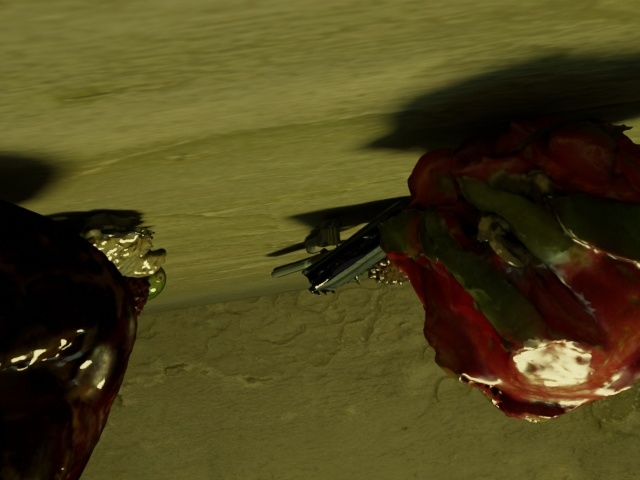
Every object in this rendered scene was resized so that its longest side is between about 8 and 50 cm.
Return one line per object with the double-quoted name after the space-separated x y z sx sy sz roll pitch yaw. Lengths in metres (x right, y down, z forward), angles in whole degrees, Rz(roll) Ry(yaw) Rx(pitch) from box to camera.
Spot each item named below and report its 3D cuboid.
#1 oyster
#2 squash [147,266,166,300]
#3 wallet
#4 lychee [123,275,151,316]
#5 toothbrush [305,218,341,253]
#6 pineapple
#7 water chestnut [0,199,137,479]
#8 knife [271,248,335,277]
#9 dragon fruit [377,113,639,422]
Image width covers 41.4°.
-0.221 0.021 0.846 0.163 0.081 0.191 -19 172 41 "oyster"
-0.319 0.072 1.234 0.238 0.069 0.069 -15 172 33 "squash"
0.062 0.011 1.098 0.167 0.036 0.222 -36 173 5 "wallet"
-0.259 0.060 0.969 0.129 0.123 0.123 -9 176 -37 "lychee"
0.000 0.000 1.213 0.028 0.037 0.375 -5 177 -5 "toothbrush"
0.090 0.041 1.480 0.221 0.083 0.103 -2 171 -34 "pineapple"
-0.273 0.084 0.581 0.288 0.289 0.244 -7 142 -20 "water chestnut"
-0.006 0.035 1.362 0.061 0.027 0.343 -21 -179 -28 "knife"
0.177 0.012 0.658 0.231 0.237 0.302 -35 151 27 "dragon fruit"
